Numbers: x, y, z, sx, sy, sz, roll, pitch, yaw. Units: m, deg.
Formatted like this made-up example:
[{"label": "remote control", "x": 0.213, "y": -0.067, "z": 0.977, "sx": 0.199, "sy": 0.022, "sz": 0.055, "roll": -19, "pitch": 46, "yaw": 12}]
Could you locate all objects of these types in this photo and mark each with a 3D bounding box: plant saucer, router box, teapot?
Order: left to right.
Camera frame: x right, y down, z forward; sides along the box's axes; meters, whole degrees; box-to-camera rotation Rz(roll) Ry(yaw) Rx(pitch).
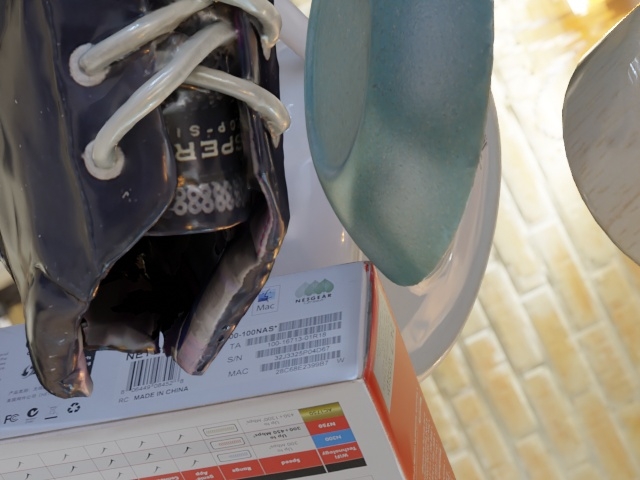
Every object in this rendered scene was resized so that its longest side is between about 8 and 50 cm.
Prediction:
[{"label": "router box", "x": -0.093, "y": 0.171, "z": 0.835, "sx": 0.082, "sy": 0.335, "sz": 0.301, "roll": -86, "pitch": 160, "yaw": -48}, {"label": "teapot", "x": -0.012, "y": -0.030, "z": 0.957, "sx": 0.252, "sy": 0.187, "sz": 0.256, "roll": 0, "pitch": 102, "yaw": -62}, {"label": "plant saucer", "x": 0.023, "y": -0.078, "z": 0.655, "sx": 0.195, "sy": 0.037, "sz": 0.195, "roll": -178, "pitch": -90, "yaw": -76}]

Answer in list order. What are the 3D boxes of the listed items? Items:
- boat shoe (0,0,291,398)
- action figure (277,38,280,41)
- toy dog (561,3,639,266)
[{"label": "boat shoe", "x": -0.045, "y": -0.092, "z": 0.469, "sx": 0.158, "sy": 0.127, "sz": 0.341, "roll": 63, "pitch": -29, "yaw": 30}, {"label": "action figure", "x": 0.000, "y": 0.000, "z": 1.523, "sx": 0.276, "sy": 0.248, "sz": 0.370, "roll": 32, "pitch": 67, "yaw": -75}, {"label": "toy dog", "x": 0.190, "y": -0.125, "z": 0.424, "sx": 0.161, "sy": 0.334, "sz": 0.220, "roll": 26, "pitch": -15, "yaw": -19}]
